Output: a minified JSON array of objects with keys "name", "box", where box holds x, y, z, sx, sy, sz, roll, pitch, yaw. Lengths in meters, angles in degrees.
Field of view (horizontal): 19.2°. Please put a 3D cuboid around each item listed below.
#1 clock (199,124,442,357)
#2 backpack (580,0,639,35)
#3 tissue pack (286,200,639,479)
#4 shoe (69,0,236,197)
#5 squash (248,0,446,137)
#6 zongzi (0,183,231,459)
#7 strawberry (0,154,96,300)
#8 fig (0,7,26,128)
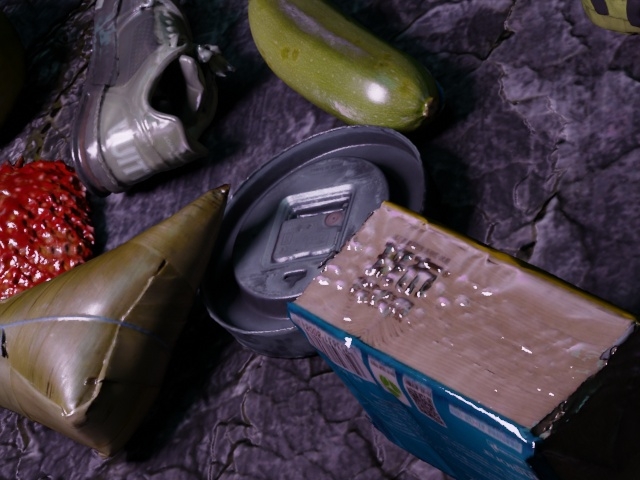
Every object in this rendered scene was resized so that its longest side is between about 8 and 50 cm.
[{"name":"clock","box":[0.000,0.000,1.609,0.226,0.049,0.226,-21,43,21]},{"name":"backpack","box":[0.312,-0.281,1.569,0.207,0.140,0.253,18,60,48]},{"name":"tissue pack","box":[0.132,0.098,1.301,0.134,0.192,0.271,-49,41,-11]},{"name":"shoe","box":[-0.144,-0.173,1.842,0.149,0.109,0.293,-10,50,25]},{"name":"squash","box":[-0.002,-0.177,1.749,0.094,0.094,0.341,-42,42,-5]},{"name":"zongzi","box":[-0.201,0.044,1.643,0.228,0.115,0.256,14,76,46]},{"name":"strawberry","box":[-0.281,-0.006,1.794,0.167,0.087,0.208,-41,41,-6]},{"name":"fig","box":[-0.456,-0.188,1.948,0.233,0.314,0.233,-12,71,41]}]
